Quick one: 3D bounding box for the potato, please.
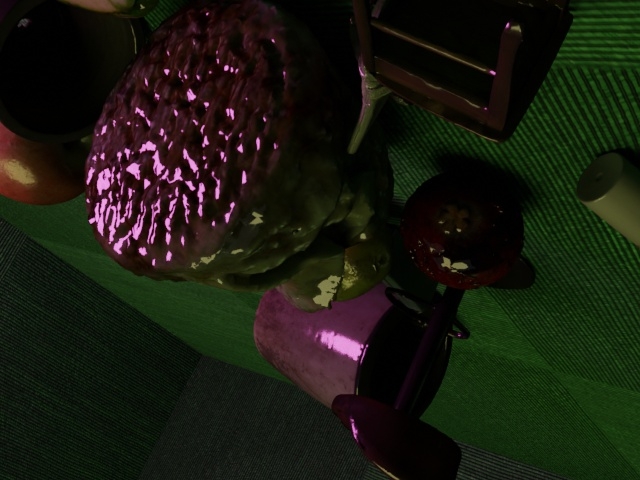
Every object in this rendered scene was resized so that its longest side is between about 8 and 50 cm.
[{"bbox_3d":[0.000,0.000,1.487,0.253,0.186,0.148,8,171,35],"label":"potato"}]

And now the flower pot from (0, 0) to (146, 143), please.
[{"bbox_3d":[-0.375,-0.269,1.256,0.148,0.235,0.235,39,173,35],"label":"flower pot"}]

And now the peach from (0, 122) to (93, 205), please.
[{"bbox_3d":[-0.469,-0.186,1.517,0.252,0.252,0.252,24,162,8],"label":"peach"}]

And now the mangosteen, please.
[{"bbox_3d":[0.194,-0.015,1.239,0.166,0.166,0.180,22,-172,14],"label":"mangosteen"}]

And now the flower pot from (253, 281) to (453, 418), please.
[{"bbox_3d":[0.053,0.192,1.836,0.330,0.293,0.293,22,164,39],"label":"flower pot"}]

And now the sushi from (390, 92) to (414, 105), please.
[{"bbox_3d":[0.085,-0.193,1.071,0.083,0.044,0.046,38,-179,-28],"label":"sushi"}]

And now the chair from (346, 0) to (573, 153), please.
[{"bbox_3d":[0.120,-0.178,0.853,0.186,0.160,0.319,24,160,14],"label":"chair"}]

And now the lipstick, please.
[{"bbox_3d":[0.410,-0.007,1.071,0.254,0.070,0.070,33,161,-21],"label":"lipstick"}]

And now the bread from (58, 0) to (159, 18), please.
[{"bbox_3d":[-0.297,-0.386,0.894,0.366,0.129,0.382,14,158,41],"label":"bread"}]

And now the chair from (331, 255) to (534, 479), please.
[{"bbox_3d":[0.163,0.191,1.443,0.227,0.401,0.226,23,161,8],"label":"chair"}]

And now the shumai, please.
[{"bbox_3d":[-0.057,-0.096,1.158,0.348,0.395,0.395,15,175,-44],"label":"shumai"}]

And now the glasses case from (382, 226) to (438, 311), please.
[{"bbox_3d":[0.143,0.051,1.602,0.039,0.077,0.184,12,157,40],"label":"glasses case"}]
